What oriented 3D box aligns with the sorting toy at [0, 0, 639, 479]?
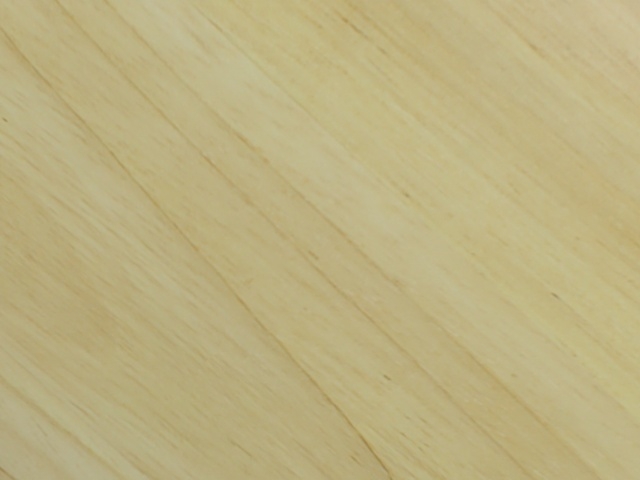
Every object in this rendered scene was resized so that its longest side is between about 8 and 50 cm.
[{"bbox_3d":[0.000,0.000,0.413,0.257,0.089,0.255,43,119,-6],"label":"sorting toy"}]
